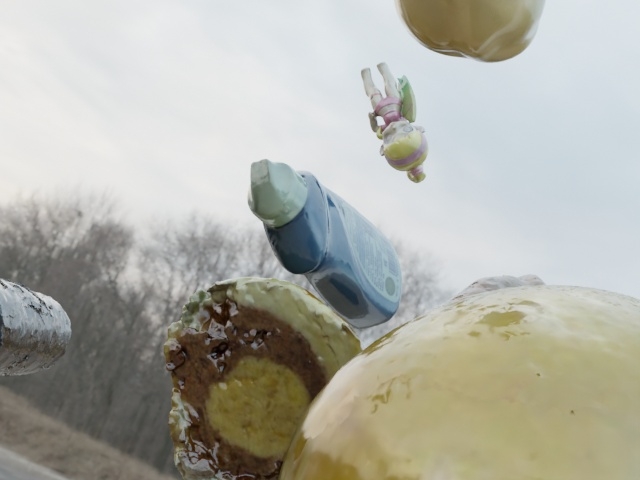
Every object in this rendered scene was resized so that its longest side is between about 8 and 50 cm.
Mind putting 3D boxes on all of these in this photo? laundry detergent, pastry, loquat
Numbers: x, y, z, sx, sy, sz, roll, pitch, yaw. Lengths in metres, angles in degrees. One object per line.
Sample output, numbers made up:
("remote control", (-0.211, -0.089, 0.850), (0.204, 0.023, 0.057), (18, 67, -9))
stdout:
("laundry detergent", (0.000, 0.000, 1.117), (0.094, 0.143, 0.290), (-17, -36, 28))
("pastry", (-0.051, 0.172, 1.058), (0.237, 0.256, 0.170), (-7, -7, 9))
("loquat", (0.141, 0.180, 0.460), (0.328, 0.328, 0.359), (28, -26, -25))

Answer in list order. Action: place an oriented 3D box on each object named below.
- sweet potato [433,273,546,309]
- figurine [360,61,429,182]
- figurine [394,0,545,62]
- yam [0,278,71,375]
("sweet potato", (0.178, 0.089, 0.954), (0.097, 0.097, 0.252), (11, 12, 43))
("figurine", (0.107, -0.168, 1.241), (0.083, 0.187, 0.083), (-17, -26, -9))
("figurine", (0.123, -0.221, 0.617), (0.108, 0.196, 0.114), (22, -6, 6))
("yam", (-0.404, 0.109, 1.091), (0.131, 0.131, 0.279), (21, -9, 4))
